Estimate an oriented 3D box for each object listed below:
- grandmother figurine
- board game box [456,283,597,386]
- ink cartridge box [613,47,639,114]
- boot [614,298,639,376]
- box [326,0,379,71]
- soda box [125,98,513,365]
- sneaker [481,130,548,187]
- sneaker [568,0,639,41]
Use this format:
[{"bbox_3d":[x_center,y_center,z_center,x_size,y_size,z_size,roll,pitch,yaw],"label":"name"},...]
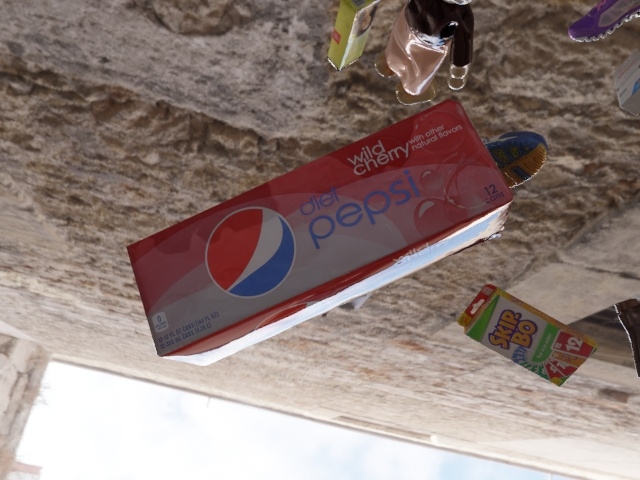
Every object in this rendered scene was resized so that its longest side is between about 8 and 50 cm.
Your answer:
[{"bbox_3d":[0.157,-0.319,0.844,0.104,0.342,0.208,-44,-91,-10],"label":"grandmother figurine"},{"bbox_3d":[0.424,0.197,1.231,0.259,0.124,0.039,30,-151,0],"label":"board game box"},{"bbox_3d":[0.425,-0.214,0.795,0.028,0.048,0.083,23,-132,-7],"label":"ink cartridge box"},{"bbox_3d":[0.479,0.133,0.826,0.106,0.037,0.114,-14,-113,7],"label":"boot"},{"bbox_3d":[0.079,-0.530,1.489,0.087,0.232,0.058,-37,-99,-18],"label":"box"},{"bbox_3d":[0.000,0.000,0.439,0.263,0.083,0.092,-25,-110,4],"label":"soda box"},{"bbox_3d":[0.332,-0.167,1.176,0.112,0.296,0.131,41,-117,-15],"label":"sneaker"},{"bbox_3d":[0.704,-0.567,1.412,0.236,0.104,0.095,-25,-143,22],"label":"sneaker"}]
